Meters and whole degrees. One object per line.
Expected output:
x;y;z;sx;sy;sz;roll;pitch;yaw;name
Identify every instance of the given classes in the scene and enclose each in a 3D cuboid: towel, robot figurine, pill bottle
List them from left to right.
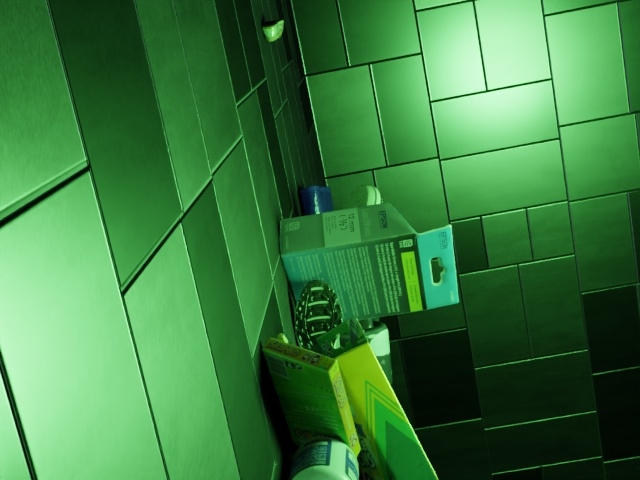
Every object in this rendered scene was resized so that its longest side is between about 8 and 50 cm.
0.000;0.000;2.651;0.227;0.076;0.308;-9;89;-79;towel
0.003;0.385;1.461;0.187;0.112;0.112;-73;153;-80;pill bottle
0.081;0.291;2.293;0.209;0.173;0.278;-14;101;-50;robot figurine

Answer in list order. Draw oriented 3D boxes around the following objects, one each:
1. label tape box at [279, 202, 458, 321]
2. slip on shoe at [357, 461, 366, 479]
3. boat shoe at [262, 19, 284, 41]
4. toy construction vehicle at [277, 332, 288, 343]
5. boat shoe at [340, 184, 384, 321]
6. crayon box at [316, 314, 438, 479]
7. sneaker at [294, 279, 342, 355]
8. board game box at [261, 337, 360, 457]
0.107;0.048;2.031;0.249;0.347;0.115;75;6;-46;label tape box
0.042;0.473;1.655;0.101;0.123;0.331;125;-49;-76;slip on shoe
-0.121;-0.538;2.451;0.135;0.050;0.045;-62;146;-67;boat shoe
-0.054;0.213;1.619;0.098;0.035;0.086;64;3;38;toy construction vehicle
0.111;0.074;2.425;0.187;0.156;0.500;-105;-161;-53;boat shoe
0.067;0.318;1.747;0.323;0.083;0.203;64;-27;8;crayon box
-0.003;0.215;1.990;0.108;0.100;0.272;-138;-138;-80;sneaker
-0.010;0.266;1.540;0.039;0.124;0.259;-51;143;-37;board game box
